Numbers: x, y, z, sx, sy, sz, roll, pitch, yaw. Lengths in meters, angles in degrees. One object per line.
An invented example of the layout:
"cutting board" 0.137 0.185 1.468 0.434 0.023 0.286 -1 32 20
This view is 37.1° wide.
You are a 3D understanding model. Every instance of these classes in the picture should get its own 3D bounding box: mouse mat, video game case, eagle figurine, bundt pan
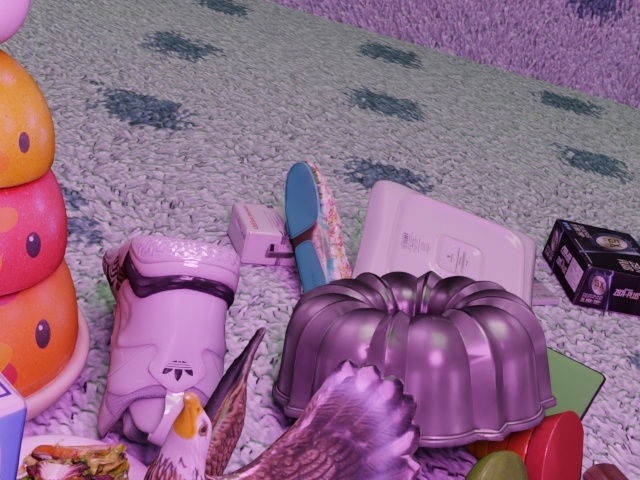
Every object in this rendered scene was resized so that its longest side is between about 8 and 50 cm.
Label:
"mouse mat" 0.306 0.191 1.323 0.152 0.007 0.189 27 26 21
"video game case" 0.326 0.070 1.574 0.087 0.011 0.122 1 29 -27
"eagle figurine" -0.088 0.199 0.758 0.298 0.225 0.226 -19 69 -44
"bundt pan" 0.107 0.117 1.101 0.330 0.124 0.331 0 13 0

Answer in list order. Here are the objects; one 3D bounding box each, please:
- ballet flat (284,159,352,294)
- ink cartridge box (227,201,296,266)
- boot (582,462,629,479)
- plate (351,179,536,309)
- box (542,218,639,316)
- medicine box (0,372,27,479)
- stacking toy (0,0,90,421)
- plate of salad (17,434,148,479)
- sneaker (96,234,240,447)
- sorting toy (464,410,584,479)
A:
"ballet flat" 0.000 0.000 1.374 0.077 0.091 0.241 18 55 -44
"ink cartridge box" -0.064 -0.008 1.451 0.135 0.056 0.099 5 28 -23
"boot" 0.377 0.298 1.120 0.106 0.037 0.114 2 24 -32
"plate" 0.189 0.039 1.369 0.278 0.045 0.277 21 46 -5
"box" 0.484 0.046 1.636 0.147 0.078 0.180 12 26 -11
"medicine box" -0.362 0.206 0.605 0.149 0.263 0.289 34 31 32
"stacking toy" -0.374 -0.077 0.919 0.350 0.480 0.350 12 26 -6
"plate of salad" -0.235 0.235 0.871 0.199 0.048 0.200 14 26 -7
"sneaker" -0.183 0.114 1.056 0.137 0.210 0.366 10 -8 -15
"sorting toy" 0.149 0.265 1.001 0.126 0.127 0.365 5 13 38
